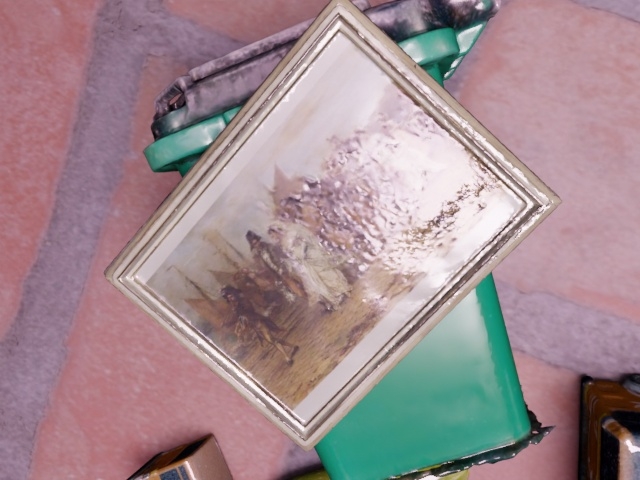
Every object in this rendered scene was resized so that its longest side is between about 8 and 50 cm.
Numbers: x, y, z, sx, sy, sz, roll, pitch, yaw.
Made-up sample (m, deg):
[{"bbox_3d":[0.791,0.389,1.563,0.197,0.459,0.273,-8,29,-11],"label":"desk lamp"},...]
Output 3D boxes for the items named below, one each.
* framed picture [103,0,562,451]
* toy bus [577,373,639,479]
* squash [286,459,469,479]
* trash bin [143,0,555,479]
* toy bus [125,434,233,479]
[{"bbox_3d":[0.000,0.000,0.428,0.217,0.017,0.274,40,102,-3],"label":"framed picture"},{"bbox_3d":[0.405,0.223,0.519,0.323,0.194,0.162,2,92,19],"label":"toy bus"},{"bbox_3d":[0.047,0.273,0.653,0.239,0.069,0.069,-18,90,9],"label":"squash"},{"bbox_3d":[0.056,-0.002,0.558,0.295,0.259,0.381,-20,96,9],"label":"trash bin"},{"bbox_3d":[-0.131,0.324,0.671,0.103,0.091,0.182,-24,87,9],"label":"toy bus"}]
